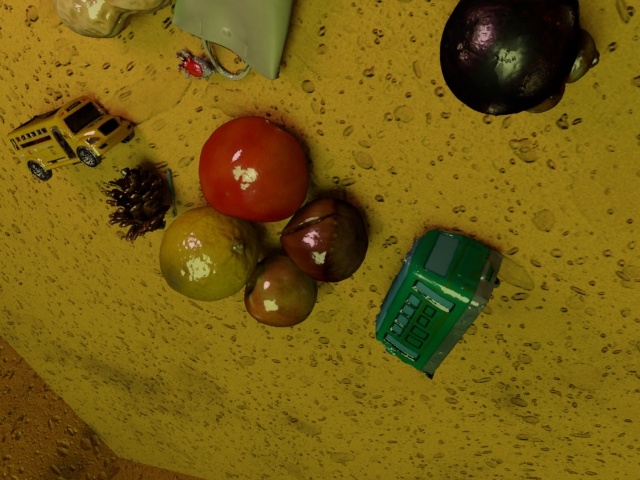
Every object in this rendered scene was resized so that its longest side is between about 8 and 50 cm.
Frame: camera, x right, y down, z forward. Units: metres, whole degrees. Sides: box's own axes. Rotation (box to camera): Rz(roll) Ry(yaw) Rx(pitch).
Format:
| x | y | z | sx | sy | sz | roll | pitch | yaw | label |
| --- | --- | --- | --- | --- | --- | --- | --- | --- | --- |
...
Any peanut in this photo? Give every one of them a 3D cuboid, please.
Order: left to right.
| x | y | z | sx | sy | sz | roll | pitch | yaw | label |
| --- | --- | --- | --- | --- | --- | --- | --- | --- | --- |
| -0.396 | -0.479 | 1.033 | 0.306 | 0.147 | 0.147 | -12 | 123 | 32 | peanut |

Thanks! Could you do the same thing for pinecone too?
| x | y | z | sx | sy | sz | roll | pitch | yaw | label |
| --- | --- | --- | --- | --- | --- | --- | --- | --- | --- |
| -0.478 | -0.096 | 1.402 | 0.150 | 0.179 | 0.195 | 2 | 114 | 1 | pinecone |

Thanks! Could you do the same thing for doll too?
| x | y | z | sx | sy | sz | roll | pitch | yaw | label |
| --- | --- | --- | --- | --- | --- | --- | --- | --- | --- |
| -0.261 | -0.366 | 1.135 | 0.114 | 0.039 | 0.057 | 24 | 106 | 25 | doll |

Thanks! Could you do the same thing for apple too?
| x | y | z | sx | sy | sz | roll | pitch | yaw | label |
| --- | --- | --- | --- | --- | --- | --- | --- | --- | --- |
| -0.102 | 0.136 | 1.411 | 0.196 | 0.196 | 0.196 | 15 | 135 | 16 | apple |

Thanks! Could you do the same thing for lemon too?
| x | y | z | sx | sy | sz | roll | pitch | yaw | label |
| --- | --- | --- | --- | --- | --- | --- | --- | --- | --- |
| -0.283 | 0.033 | 1.369 | 0.267 | 0.267 | 0.267 | 15 | 135 | 16 | lemon |

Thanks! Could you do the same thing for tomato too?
| x | y | z | sx | sy | sz | roll | pitch | yaw | label |
| --- | --- | --- | --- | --- | --- | --- | --- | --- | --- |
| -0.155 | -0.148 | 1.180 | 0.260 | 0.180 | 0.259 | 15 | 132 | 17 | tomato |

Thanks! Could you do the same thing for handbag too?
| x | y | z | sx | sy | sz | roll | pitch | yaw | label |
| --- | --- | --- | --- | --- | --- | --- | --- | --- | --- |
| -0.168 | -0.415 | 0.996 | 0.241 | 0.109 | 0.315 | 30 | 141 | 1 | handbag |

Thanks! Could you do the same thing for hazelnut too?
| x | y | z | sx | sy | sz | roll | pitch | yaw | label |
| --- | --- | --- | --- | --- | --- | --- | --- | --- | --- |
| 0.000 | 0.000 | 1.230 | 0.208 | 0.208 | 0.208 | 15 | 135 | 16 | hazelnut |

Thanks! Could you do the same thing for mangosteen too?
| x | y | z | sx | sy | sz | roll | pitch | yaw | label |
| --- | --- | --- | --- | --- | --- | --- | --- | --- | --- |
| 0.308 | -0.286 | 0.806 | 0.250 | 0.211 | 0.211 | 3 | 140 | -18 | mangosteen |

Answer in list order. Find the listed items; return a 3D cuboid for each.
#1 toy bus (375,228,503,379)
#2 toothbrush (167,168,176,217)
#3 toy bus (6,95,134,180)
| x | y | z | sx | sy | sz | roll | pitch | yaw | label |
| --- | --- | --- | --- | --- | --- | --- | --- | --- | --- |
| 0.252 | 0.143 | 1.227 | 0.199 | 0.183 | 0.343 | 27 | 136 | 9 | toy bus |
| -0.404 | -0.124 | 1.454 | 0.011 | 0.014 | 0.167 | 16 | 136 | 8 | toothbrush |
| -0.636 | -0.262 | 1.354 | 0.331 | 0.145 | 0.151 | -6 | 125 | 33 | toy bus |
